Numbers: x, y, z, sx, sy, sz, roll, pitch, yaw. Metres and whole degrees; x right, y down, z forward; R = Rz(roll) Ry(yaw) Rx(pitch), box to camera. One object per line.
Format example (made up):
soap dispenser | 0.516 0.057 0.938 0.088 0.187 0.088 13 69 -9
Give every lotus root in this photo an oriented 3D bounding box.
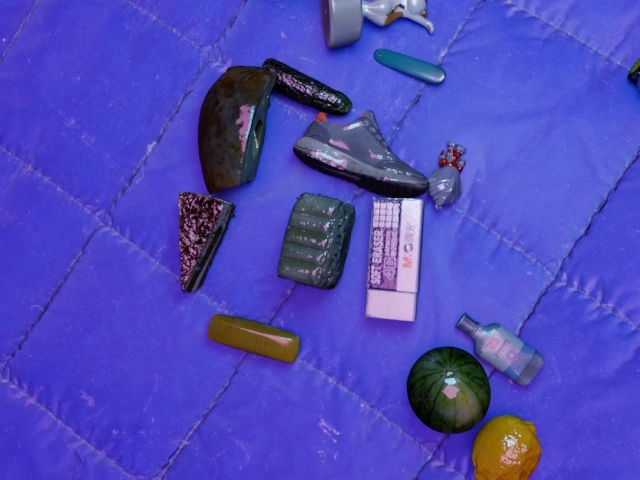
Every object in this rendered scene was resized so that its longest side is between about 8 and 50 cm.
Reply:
lotus root | -0.220 -0.266 1.411 0.210 0.142 0.314 4 95 20

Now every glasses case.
glasses case | -0.163 0.237 1.446 0.234 0.064 0.079 14 93 8

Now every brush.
brush | 0.219 -0.427 1.446 0.193 0.032 0.043 26 96 20

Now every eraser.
eraser | 0.176 0.042 1.400 0.130 0.086 0.287 5 88 9

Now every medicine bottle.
medicine bottle | 0.413 0.247 1.376 0.208 0.054 0.090 36 93 8

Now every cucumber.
cucumber | -0.034 -0.369 1.451 0.241 0.074 0.074 28 91 7

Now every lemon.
lemon | 0.414 0.478 1.323 0.142 0.142 0.187 39 90 7

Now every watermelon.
watermelon | 0.288 0.342 1.332 0.188 0.214 0.188 -5 51 6

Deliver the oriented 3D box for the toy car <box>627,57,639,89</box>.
toy car | 0.848 -0.426 1.297 0.198 0.166 0.314 35 92 4

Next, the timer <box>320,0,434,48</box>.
timer | 0.141 -0.559 1.410 0.266 0.175 0.175 -6 87 -5

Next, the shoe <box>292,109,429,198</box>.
shoe | 0.114 -0.221 1.409 0.337 0.132 0.171 21 81 11

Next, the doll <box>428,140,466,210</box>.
doll | 0.304 -0.152 1.402 0.094 0.079 0.180 23 76 -16

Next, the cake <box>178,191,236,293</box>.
cake | -0.321 -0.006 1.456 0.135 0.112 0.246 27 94 11

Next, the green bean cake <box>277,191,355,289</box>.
green bean cake | 0.000 0.000 1.357 0.125 0.227 0.222 11 90 13
